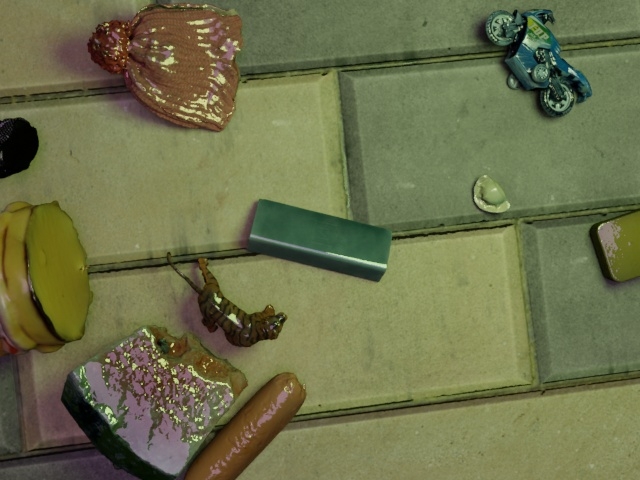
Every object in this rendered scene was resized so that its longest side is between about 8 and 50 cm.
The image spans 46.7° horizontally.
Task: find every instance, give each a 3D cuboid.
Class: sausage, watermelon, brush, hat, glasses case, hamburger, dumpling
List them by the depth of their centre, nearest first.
[{"bbox_3d":[-0.544,0.074,1.277,0.237,0.276,0.276,-13,91,4],"label":"hamburger"},{"bbox_3d":[-0.315,0.292,1.342,0.264,0.151,0.302,44,87,-3],"label":"watermelon"},{"bbox_3d":[-0.285,-0.334,1.368,0.286,0.107,0.237,5,89,-28],"label":"hat"},{"bbox_3d":[-0.138,0.364,1.389,0.086,0.086,0.289,42,86,-3],"label":"sausage"},{"bbox_3d":[0.000,0.000,1.417,0.266,0.056,0.105,13,89,-5],"label":"glasses case"},{"bbox_3d":[0.330,-0.088,1.453,0.059,0.043,0.077,-40,109,13],"label":"dumpling"},{"bbox_3d":[0.642,-0.003,1.468,0.197,0.059,0.123,-18,94,-4],"label":"brush"}]

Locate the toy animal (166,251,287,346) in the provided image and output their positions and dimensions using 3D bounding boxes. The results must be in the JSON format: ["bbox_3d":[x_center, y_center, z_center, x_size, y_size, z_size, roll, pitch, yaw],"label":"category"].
[{"bbox_3d":[-0.193,0.115,1.371,0.255,0.116,0.114,35,86,-3],"label":"toy animal"}]

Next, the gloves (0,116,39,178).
[{"bbox_3d":[-0.618,-0.164,1.359,0.180,0.106,0.129,0,88,24],"label":"gloves"}]

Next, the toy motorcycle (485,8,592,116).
[{"bbox_3d":[0.429,-0.358,1.439,0.135,0.092,0.254,-43,102,-13],"label":"toy motorcycle"}]
